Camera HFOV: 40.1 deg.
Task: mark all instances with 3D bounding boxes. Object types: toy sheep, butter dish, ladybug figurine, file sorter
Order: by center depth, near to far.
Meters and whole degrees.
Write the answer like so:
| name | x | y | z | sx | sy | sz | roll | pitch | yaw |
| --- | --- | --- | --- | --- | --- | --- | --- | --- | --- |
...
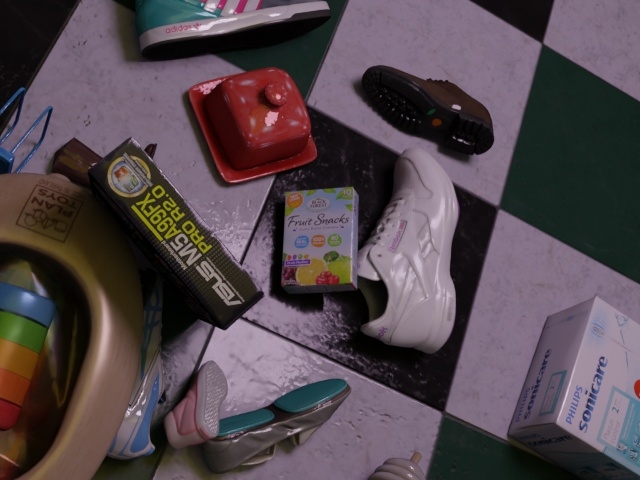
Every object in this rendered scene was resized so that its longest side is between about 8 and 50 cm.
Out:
| name | x | y | z | sx | sy | sz | roll | pitch | yaw |
| --- | --- | --- | --- | --- | --- | --- | --- | --- | --- |
| ladybug figurine | -0.358 | 0.133 | 0.958 | 0.305 | 0.162 | 0.449 | 22 | 65 | -11 |
| file sorter | -0.427 | -0.152 | 1.062 | 0.170 | 0.118 | 0.104 | 34 | 59 | -9 |
| toy sheep | 0.100 | 0.329 | 1.139 | 0.091 | 0.091 | 0.132 | 41 | 47 | -6 |
| butter dish | -0.079 | -0.181 | 1.223 | 0.160 | 0.118 | 0.160 | -18 | 80 | -28 |

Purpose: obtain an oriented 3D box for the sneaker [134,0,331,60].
| name | x | y | z | sx | sy | sz | roll | pitch | yaw |
| --- | --- | --- | --- | --- | --- | --- | --- | --- | --- |
| sneaker | -0.137 | -0.371 | 1.270 | 0.295 | 0.124 | 0.178 | -14 | 87 | -26 |

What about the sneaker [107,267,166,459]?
| name | x | y | z | sx | sy | sz | roll | pitch | yaw |
| --- | --- | --- | --- | --- | --- | --- | --- | --- | --- |
| sneaker | -0.225 | 0.149 | 1.071 | 0.086 | 0.085 | 0.237 | 31 | 54 | -42 |

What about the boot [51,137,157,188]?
| name | x | y | z | sx | sy | sz | roll | pitch | yaw |
| --- | --- | --- | --- | --- | --- | --- | --- | --- | --- |
| boot | -0.285 | -0.111 | 1.156 | 0.114 | 0.037 | 0.106 | 29 | 65 | -7 |

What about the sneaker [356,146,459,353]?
| name | x | y | z | sx | sy | sz | roll | pitch | yaw |
| --- | --- | --- | --- | --- | --- | --- | --- | --- | --- |
| sneaker | 0.115 | 0.002 | 1.243 | 0.152 | 0.114 | 0.305 | 8 | 68 | -20 |

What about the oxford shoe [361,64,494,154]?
| name | x | y | z | sx | sy | sz | roll | pitch | yaw |
| --- | --- | --- | --- | --- | --- | --- | --- | --- | --- |
| oxford shoe | 0.167 | -0.218 | 1.378 | 0.227 | 0.083 | 0.096 | 26 | 44 | -13 |

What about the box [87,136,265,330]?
| name | x | y | z | sx | sy | sz | roll | pitch | yaw |
| --- | --- | --- | --- | --- | --- | --- | --- | --- | --- |
| box | -0.175 | -0.001 | 1.017 | 0.060 | 0.270 | 0.216 | -41 | 98 | -12 |

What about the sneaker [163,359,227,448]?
| name | x | y | z | sx | sy | sz | roll | pitch | yaw |
| --- | --- | --- | --- | --- | --- | --- | --- | --- | --- |
| sneaker | -0.158 | 0.204 | 1.081 | 0.051 | 0.070 | 0.134 | 55 | 17 | -24 |

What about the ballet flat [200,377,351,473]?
| name | x | y | z | sx | sy | sz | roll | pitch | yaw |
| --- | --- | --- | --- | --- | --- | --- | --- | --- | --- |
| ballet flat | -0.053 | 0.239 | 1.123 | 0.213 | 0.072 | 0.068 | -16 | 106 | -27 |

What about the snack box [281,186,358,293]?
| name | x | y | z | sx | sy | sz | roll | pitch | yaw |
| --- | --- | --- | --- | --- | --- | --- | --- | --- | --- |
| snack box | 0.000 | 0.000 | 1.210 | 0.100 | 0.037 | 0.141 | -3 | 69 | 15 |

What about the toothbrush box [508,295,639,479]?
| name | x | y | z | sx | sy | sz | roll | pitch | yaw |
| --- | --- | --- | --- | --- | --- | --- | --- | --- | --- |
| toothbrush box | 0.455 | 0.256 | 1.296 | 0.295 | 0.126 | 0.216 | 33 | 62 | -8 |
